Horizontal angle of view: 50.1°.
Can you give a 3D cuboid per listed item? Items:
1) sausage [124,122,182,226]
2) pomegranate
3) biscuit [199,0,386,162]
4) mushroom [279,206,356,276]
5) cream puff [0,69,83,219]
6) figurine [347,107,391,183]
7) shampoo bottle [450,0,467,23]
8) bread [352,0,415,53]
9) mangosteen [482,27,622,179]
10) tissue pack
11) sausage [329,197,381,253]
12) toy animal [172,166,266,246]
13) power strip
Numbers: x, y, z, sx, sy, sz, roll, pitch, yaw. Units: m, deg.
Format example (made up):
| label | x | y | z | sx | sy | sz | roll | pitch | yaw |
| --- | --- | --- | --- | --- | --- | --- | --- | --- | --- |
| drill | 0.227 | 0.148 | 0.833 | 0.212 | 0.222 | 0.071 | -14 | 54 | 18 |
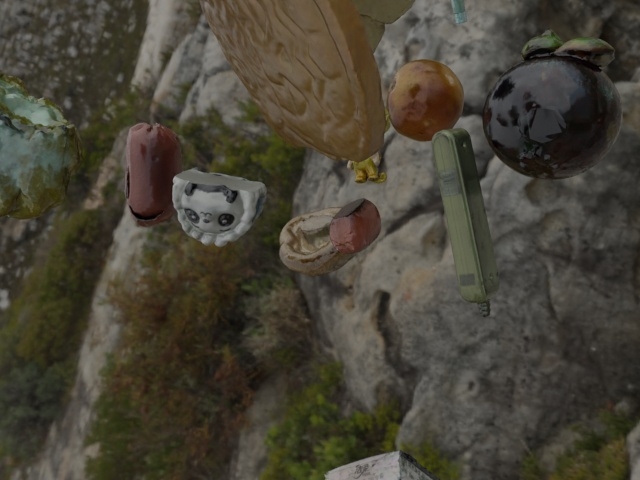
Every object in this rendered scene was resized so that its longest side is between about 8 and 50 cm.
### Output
| label | x | y | z | sx | sy | sz | roll | pitch | yaw |
| --- | --- | --- | --- | --- | --- | --- | --- | --- | --- |
| sausage | -0.445 | -0.174 | 1.820 | 0.152 | 0.152 | 0.279 | -139 | 51 | -64 |
| pomegranate | 0.338 | -0.448 | 2.203 | 0.264 | 0.264 | 0.264 | -44 | 37 | 47 |
| biscuit | -0.059 | -0.274 | 0.942 | 0.062 | 0.385 | 0.365 | -38 | 30 | -18 |
| mushroom | 0.000 | 0.000 | 1.907 | 0.278 | 0.146 | 0.278 | -15 | 33 | 10 |
| cream puff | -0.641 | -0.185 | 1.351 | 0.274 | 0.323 | 0.270 | -56 | 22 | -1 |
| figurine | 0.114 | -0.270 | 1.764 | 0.156 | 0.131 | 0.246 | -4 | 82 | 26 |
| shampoo bottle | 0.397 | -0.739 | 2.024 | 0.041 | 0.190 | 0.069 | -8 | 24 | 22 |
| bread | -0.018 | -0.657 | 1.691 | 0.390 | 0.371 | 0.279 | 48 | 121 | 27 |
| mangosteen | 0.501 | -0.282 | 1.489 | 0.311 | 0.311 | 0.311 | -44 | 37 | 47 |
| tissue pack | 0.142 | 0.471 | 1.231 | 0.173 | 0.235 | 0.073 | -27 | 36 | 29 |
| sausage | 0.046 | -0.017 | 0.885 | 0.059 | 0.054 | 0.094 | -18 | 15 | 30 |
| toy animal | -0.241 | -0.075 | 1.610 | 0.204 | 0.208 | 0.155 | -68 | -14 | -70 |
| power strip | 0.295 | -0.033 | 1.384 | 0.066 | 0.092 | 0.387 | -9 | 95 | 41 |
